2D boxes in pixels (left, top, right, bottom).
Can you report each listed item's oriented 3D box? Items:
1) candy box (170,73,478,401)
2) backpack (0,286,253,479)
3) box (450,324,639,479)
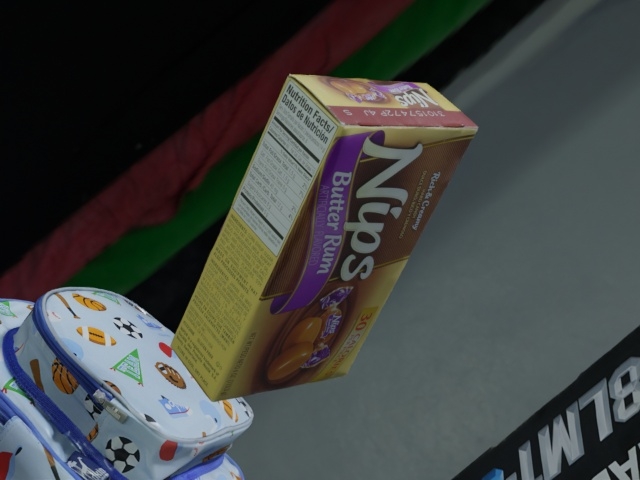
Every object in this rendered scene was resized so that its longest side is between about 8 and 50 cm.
[{"bbox_3d":[0.000,0.000,0.608,0.109,0.053,0.186,-4,-49,-44],"label":"candy box"},{"bbox_3d":[-0.203,0.154,0.864,0.213,0.263,0.276,-58,-14,1],"label":"backpack"},{"bbox_3d":[0.169,0.154,0.485,0.296,0.073,0.293,15,-47,-31],"label":"box"}]
